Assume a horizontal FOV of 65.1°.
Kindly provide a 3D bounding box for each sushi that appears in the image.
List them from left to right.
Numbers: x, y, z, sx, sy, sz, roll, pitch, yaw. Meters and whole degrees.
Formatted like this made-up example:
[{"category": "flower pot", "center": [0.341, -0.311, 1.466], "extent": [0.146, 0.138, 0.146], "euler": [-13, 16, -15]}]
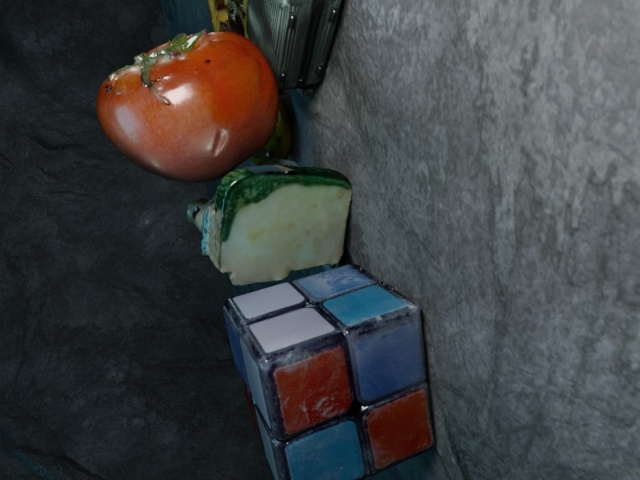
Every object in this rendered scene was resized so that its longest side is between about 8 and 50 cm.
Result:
[{"category": "sushi", "center": [-0.174, -0.632, 1.222], "extent": [0.291, 0.131, 0.139], "euler": [117, 146, -63]}]

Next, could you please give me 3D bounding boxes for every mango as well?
[{"category": "mango", "center": [-0.151, -0.325, 1.362], "extent": [0.167, 0.130, 0.262], "euler": [176, 87, -76]}]

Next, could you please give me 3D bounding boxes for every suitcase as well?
[{"category": "suitcase", "center": [-0.060, -0.447, 0.998], "extent": [0.312, 0.128, 0.202], "euler": [113, 137, -65]}]

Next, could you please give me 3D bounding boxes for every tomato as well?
[{"category": "tomato", "center": [-0.243, -0.248, 0.985], "extent": [0.341, 0.341, 0.273], "euler": [49, 165, 54]}]

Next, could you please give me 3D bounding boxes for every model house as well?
[{"category": "model house", "center": [-0.133, -0.067, 1.122], "extent": [0.284, 0.298, 0.243], "euler": [31, 120, 53]}]

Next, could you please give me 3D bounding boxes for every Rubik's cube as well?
[{"category": "Rubik's cube", "center": [0.010, 0.262, 1.007], "extent": [0.316, 0.318, 0.313], "euler": [-147, 45, -65]}]

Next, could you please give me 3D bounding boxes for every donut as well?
[{"category": "donut", "center": [-0.244, -0.607, 1.462], "extent": [0.151, 0.112, 0.295], "euler": [99, 153, -55]}]

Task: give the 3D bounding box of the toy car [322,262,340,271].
[{"category": "toy car", "center": [0.000, 0.000, 1.259], "extent": [0.205, 0.056, 0.095], "euler": [-125, 27, -45]}]
